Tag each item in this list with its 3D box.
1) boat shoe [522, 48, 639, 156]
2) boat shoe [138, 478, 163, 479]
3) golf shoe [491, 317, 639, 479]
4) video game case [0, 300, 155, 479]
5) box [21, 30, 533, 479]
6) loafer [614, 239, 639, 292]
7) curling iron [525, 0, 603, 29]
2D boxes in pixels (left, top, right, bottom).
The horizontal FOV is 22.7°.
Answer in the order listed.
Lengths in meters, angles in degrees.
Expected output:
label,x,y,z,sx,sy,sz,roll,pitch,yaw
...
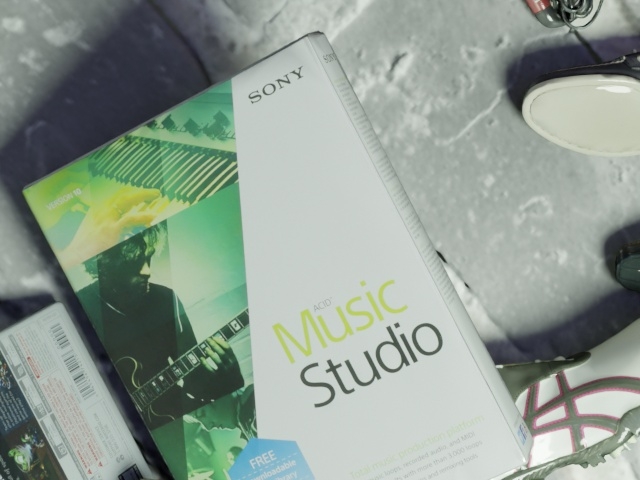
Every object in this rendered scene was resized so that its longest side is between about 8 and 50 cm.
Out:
label,x,y,z,sx,sy,sz,roll,pitch,yaw
boat shoe,0.250,-0.111,1.219,0.206,0.075,0.065,0,44,-8
boat shoe,-0.107,0.231,1.046,0.063,0.059,0.170,38,43,-37
golf shoe,0.163,0.120,1.157,0.273,0.105,0.120,-39,89,-12
video game case,-0.187,0.154,1.059,0.173,0.022,0.190,-32,97,-56
box,-0.030,0.051,1.089,0.232,0.058,0.322,-27,92,15
loafer,0.306,0.007,1.224,0.170,0.062,0.061,-2,49,-6
curling iron,0.125,-0.275,1.199,0.068,0.035,0.274,-40,97,-16
